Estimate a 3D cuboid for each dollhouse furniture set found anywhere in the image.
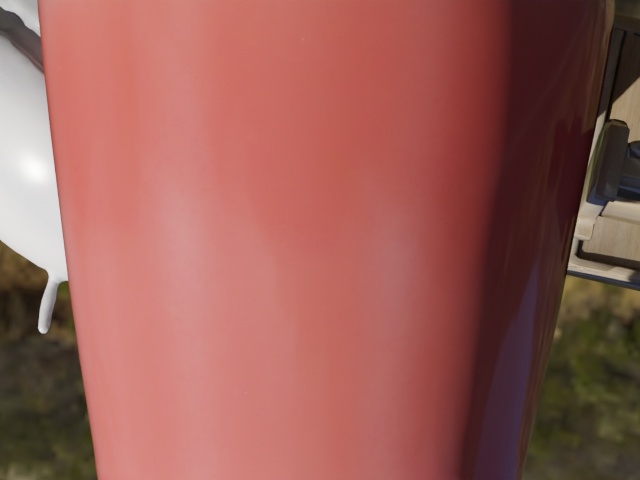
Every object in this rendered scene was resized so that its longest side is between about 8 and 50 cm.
[{"bbox_3d":[0.208,-0.080,1.137,0.303,0.174,0.355,12,171,2],"label":"dollhouse furniture set"}]

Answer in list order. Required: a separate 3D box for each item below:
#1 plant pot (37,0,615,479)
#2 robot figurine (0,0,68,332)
[{"bbox_3d":[0.000,0.000,0.909,0.275,0.243,0.275,2,176,0],"label":"plant pot"},{"bbox_3d":[-0.083,-0.115,1.137,0.300,0.353,0.200,42,173,17],"label":"robot figurine"}]
